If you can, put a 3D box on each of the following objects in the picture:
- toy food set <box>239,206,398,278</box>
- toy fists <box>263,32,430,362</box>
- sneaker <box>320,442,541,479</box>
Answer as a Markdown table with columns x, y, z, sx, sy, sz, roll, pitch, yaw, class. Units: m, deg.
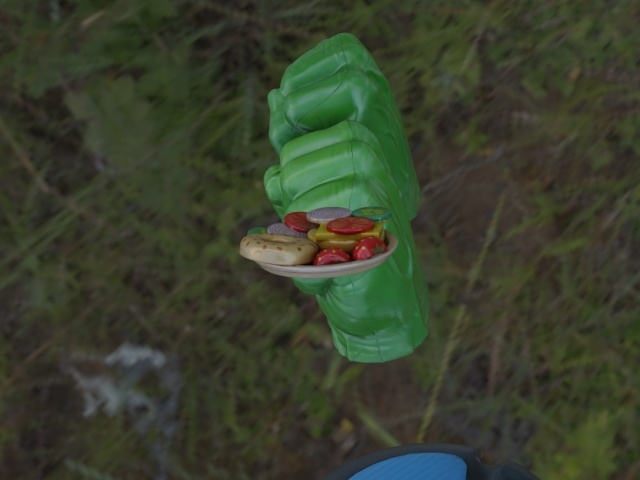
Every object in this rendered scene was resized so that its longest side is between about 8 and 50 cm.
| x | y | z | sx | sy | sz | roll | pitch | yaw | class |
| --- | --- | --- | --- | --- | --- | --- | --- | --- | --- |
| 0.000 | 0.000 | 0.987 | 0.083 | 0.082 | 0.020 | -1 | 107 | 9 | toy food set |
| 0.016 | -0.043 | 1.327 | 0.096 | 0.279 | 0.142 | -11 | 126 | 9 | toy fists |
| 0.098 | 0.215 | 0.526 | 0.341 | 0.125 | 0.140 | 55 | 150 | 13 | sneaker |
